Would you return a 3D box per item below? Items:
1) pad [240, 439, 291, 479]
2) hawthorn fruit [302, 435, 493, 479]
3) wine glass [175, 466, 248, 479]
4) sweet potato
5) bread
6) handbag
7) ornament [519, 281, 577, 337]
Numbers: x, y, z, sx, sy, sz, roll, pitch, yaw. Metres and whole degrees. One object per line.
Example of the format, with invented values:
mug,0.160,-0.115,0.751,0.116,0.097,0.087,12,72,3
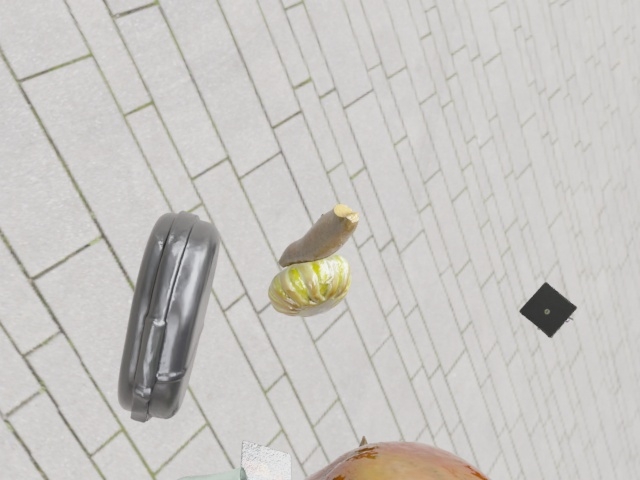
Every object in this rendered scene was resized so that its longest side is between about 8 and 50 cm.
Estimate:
pad,-0.125,0.571,1.406,0.143,0.003,0.211,25,34,-24
hawthorn fruit,0.100,0.417,0.724,0.403,0.403,0.403,1,88,-46
wine glass,-0.269,0.553,1.302,0.103,0.231,0.103,-12,90,-90
sweet potato,0.000,0.000,1.210,0.077,0.243,0.077,18,55,-27
bread,-0.020,0.110,1.370,0.213,0.213,0.105,4,62,-46
handbag,-0.215,0.111,0.883,0.093,0.254,0.308,12,104,-8
ornament,0.476,0.156,1.278,0.081,0.088,0.203,-48,159,4
